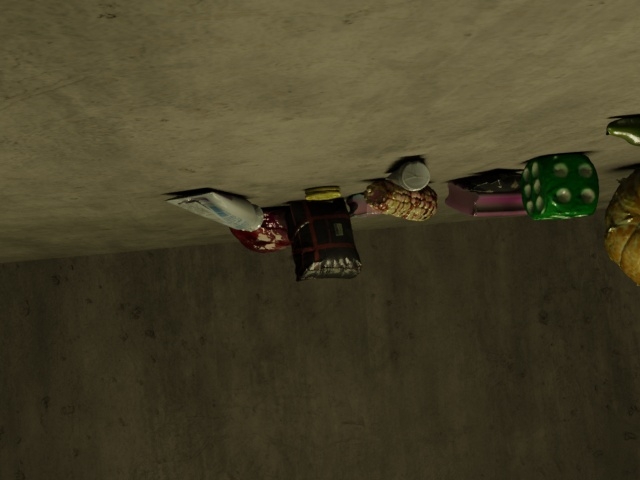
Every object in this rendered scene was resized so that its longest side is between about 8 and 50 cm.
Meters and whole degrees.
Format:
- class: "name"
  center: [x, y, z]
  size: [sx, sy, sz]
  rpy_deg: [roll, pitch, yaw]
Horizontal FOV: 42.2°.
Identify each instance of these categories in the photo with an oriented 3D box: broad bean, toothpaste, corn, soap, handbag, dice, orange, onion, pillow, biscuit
- class: "broad bean"
  center: [0.537, -0.175, 1.312]
  size: [0.195, 0.046, 0.061]
  rpy_deg: [-6, 175, -34]
- class: "toothpaste"
  center: [-0.219, -0.073, 1.818]
  size: [0.113, 0.073, 0.299]
  rpy_deg: [-6, 170, 21]
- class: "corn"
  center: [0.189, -0.097, 1.901]
  size: [0.092, 0.092, 0.280]
  rpy_deg: [-7, 173, 30]
- class: "soap"
  center: [0.416, -0.104, 2.005]
  size: [0.203, 0.066, 0.122]
  rpy_deg: [-3, -160, -30]
- class: "soap"
  center: [0.129, -0.093, 2.134]
  size: [0.100, 0.056, 0.149]
  rpy_deg: [-8, 178, -10]
- class: "handbag"
  center: [0.000, 0.000, 2.147]
  size: [0.169, 0.216, 0.155]
  rpy_deg: [-7, 160, -15]
- class: "dice"
  center: [0.496, -0.110, 1.723]
  size: [0.120, 0.129, 0.131]
  rpy_deg: [-4, 178, -10]
- class: "orange"
  center: [0.854, -0.035, 2.022]
  size: [0.249, 0.330, 0.329]
  rpy_deg: [8, 169, -40]
- class: "onion"
  center: [-0.159, -0.026, 2.316]
  size: [0.283, 0.120, 0.227]
  rpy_deg: [-3, 171, -45]
- class: "pillow"
  center: [0.414, -0.135, 1.900]
  size: [0.150, 0.048, 0.090]
  rpy_deg: [-8, -168, -43]
- class: "biscuit"
  center: [0.006, -0.108, 1.888]
  size: [0.083, 0.023, 0.084]
  rpy_deg: [-5, 176, 0]
- class: "toothpaste"
  center: [0.175, -0.127, 1.607]
  size: [0.089, 0.057, 0.234]
  rpy_deg: [-7, -175, 2]
